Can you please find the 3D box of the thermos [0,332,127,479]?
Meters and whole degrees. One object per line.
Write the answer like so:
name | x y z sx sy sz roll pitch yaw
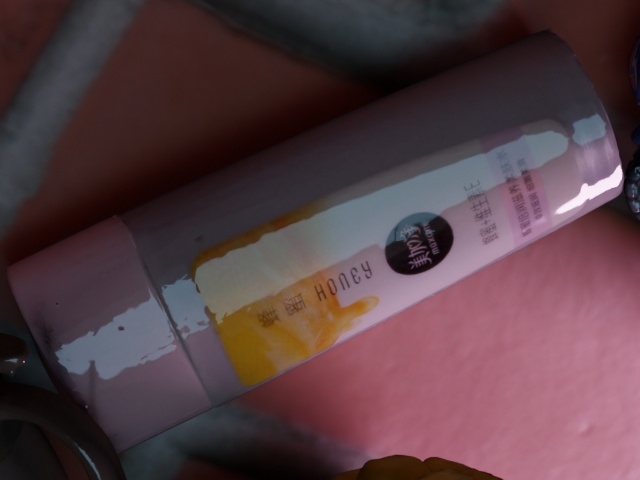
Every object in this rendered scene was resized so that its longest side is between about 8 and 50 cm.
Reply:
thermos | -0.142 0.124 0.859 0.137 0.105 0.193 6 122 22

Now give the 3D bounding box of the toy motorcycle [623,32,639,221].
toy motorcycle | 0.218 -0.091 0.904 0.205 0.076 0.114 -34 121 0

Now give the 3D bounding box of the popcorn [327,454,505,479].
popcorn | 0.019 0.238 0.935 0.258 0.270 0.224 -11 142 42

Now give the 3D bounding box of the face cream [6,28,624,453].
face cream | 0.000 0.000 0.867 0.269 0.073 0.107 -25 120 -5
